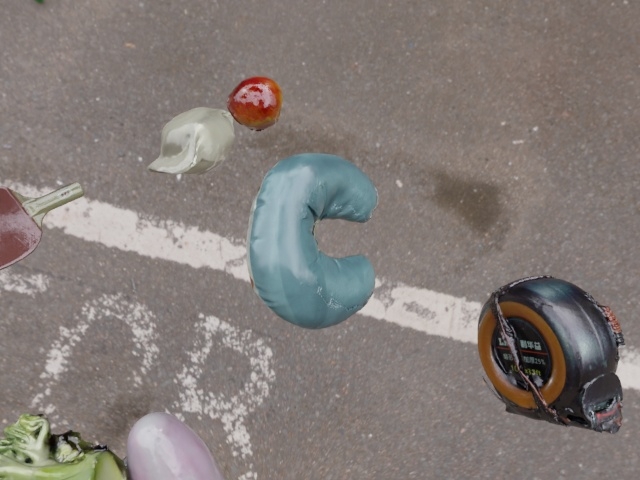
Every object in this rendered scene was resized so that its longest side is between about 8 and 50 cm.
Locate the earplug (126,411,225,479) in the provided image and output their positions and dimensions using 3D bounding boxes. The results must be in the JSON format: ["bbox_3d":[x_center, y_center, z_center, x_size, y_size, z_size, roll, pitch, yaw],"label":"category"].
[{"bbox_3d":[-0.225,0.408,0.902,0.172,0.301,0.172,-14,21,5],"label":"earplug"}]

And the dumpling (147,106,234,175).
[{"bbox_3d":[-0.264,-0.201,1.156,0.162,0.132,0.250,-16,27,30],"label":"dumpling"}]

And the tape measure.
[{"bbox_3d":[0.340,0.164,0.831,0.135,0.202,0.223,-11,89,-27],"label":"tape measure"}]

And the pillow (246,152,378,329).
[{"bbox_3d":[0.000,0.000,0.730,0.214,0.086,0.233,5,81,-37],"label":"pillow"}]

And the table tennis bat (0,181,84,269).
[{"bbox_3d":[-0.509,-0.036,0.913,0.246,0.022,0.138,-35,93,-37],"label":"table tennis bat"}]

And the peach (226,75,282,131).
[{"bbox_3d":[-0.106,-0.233,0.909,0.098,0.061,0.098,1,87,-10],"label":"peach"}]

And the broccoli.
[{"bbox_3d":[-0.415,0.433,0.823,0.272,0.334,0.324,-4,105,10],"label":"broccoli"}]
